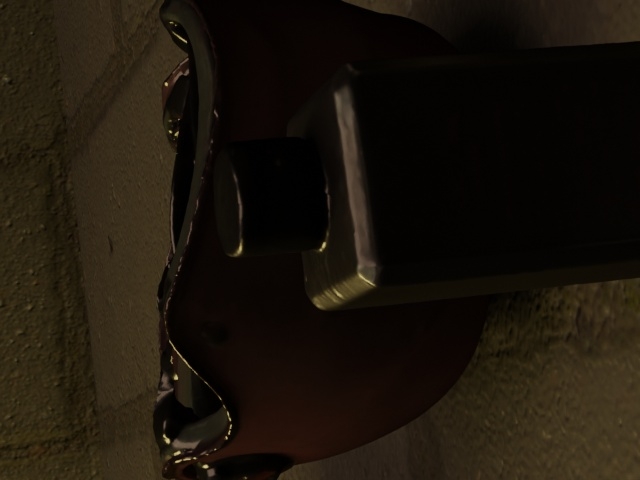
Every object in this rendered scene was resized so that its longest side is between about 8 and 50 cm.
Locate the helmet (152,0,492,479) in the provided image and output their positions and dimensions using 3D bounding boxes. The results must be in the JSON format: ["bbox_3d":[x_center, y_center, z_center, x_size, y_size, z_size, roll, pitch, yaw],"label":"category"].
[{"bbox_3d":[0.000,0.000,1.133,0.338,0.197,0.271,95,172,-58],"label":"helmet"}]

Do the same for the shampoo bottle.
[{"bbox_3d":[0.084,-0.024,0.716,0.079,0.246,0.080,144,119,-71],"label":"shampoo bottle"}]
